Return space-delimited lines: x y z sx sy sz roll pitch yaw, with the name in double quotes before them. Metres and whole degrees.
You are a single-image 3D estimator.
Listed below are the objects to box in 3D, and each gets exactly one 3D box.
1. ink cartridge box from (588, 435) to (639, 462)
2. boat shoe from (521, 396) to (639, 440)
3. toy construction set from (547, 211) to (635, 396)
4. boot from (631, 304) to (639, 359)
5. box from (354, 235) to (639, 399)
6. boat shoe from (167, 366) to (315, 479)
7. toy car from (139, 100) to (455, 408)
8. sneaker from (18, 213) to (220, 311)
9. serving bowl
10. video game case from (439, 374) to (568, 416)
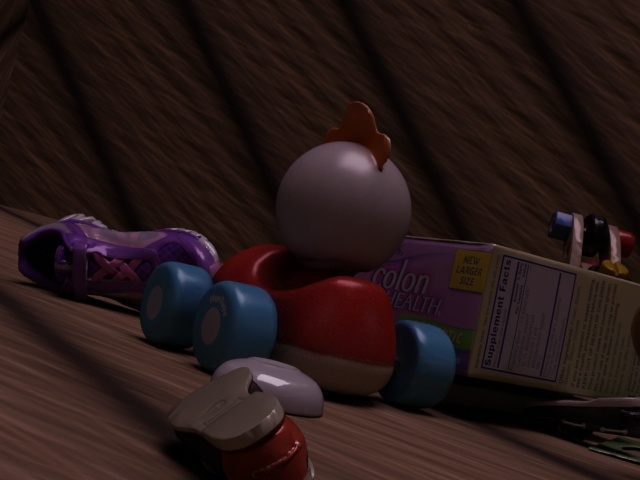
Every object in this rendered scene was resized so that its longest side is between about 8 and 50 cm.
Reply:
"ink cartridge box" 0.373 0.190 1.129 0.235 0.056 0.171 16 2 23
"boat shoe" 0.236 0.162 1.147 0.125 0.038 0.046 -9 -11 41
"toy construction set" 0.364 0.134 1.650 0.309 0.257 0.237 37 14 -13
"boot" 0.366 0.102 1.069 0.283 0.109 0.220 16 5 -5
"box" 0.174 0.076 1.233 0.243 0.117 0.213 15 -4 -34
"boat shoe" -0.037 0.093 0.606 0.043 0.049 0.137 58 -14 -12
"toy car" 0.000 0.000 1.075 0.219 0.238 0.210 15 0 -31
"sneaker" -0.214 0.027 1.296 0.236 0.095 0.104 9 4 28
"serving bowl" -0.035 0.099 0.893 0.083 0.027 0.083 14 1 0
"video game case" 0.128 0.143 1.292 0.212 0.023 0.193 13 1 -38
